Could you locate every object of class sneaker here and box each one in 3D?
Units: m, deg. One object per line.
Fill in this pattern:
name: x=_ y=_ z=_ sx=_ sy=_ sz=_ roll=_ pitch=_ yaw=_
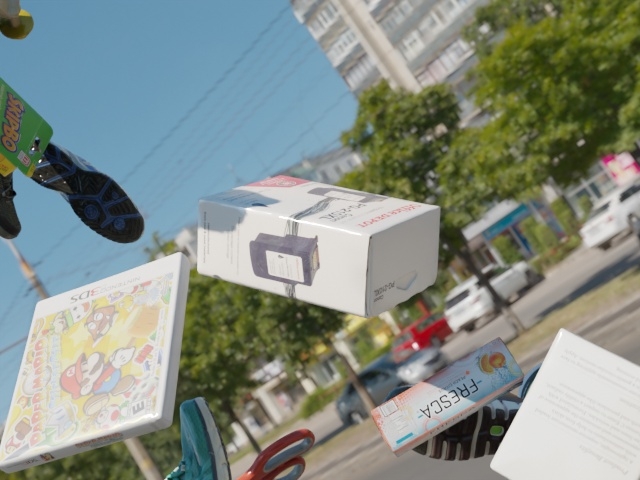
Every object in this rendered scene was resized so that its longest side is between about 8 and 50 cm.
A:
sneaker: x=-0.333 y=-0.075 z=1.402 sx=0.080 sy=0.211 sz=0.081 roll=-50 pitch=-8 yaw=7
sneaker: x=-0.598 y=-0.120 z=1.802 sx=0.130 sy=0.227 sz=0.087 roll=-25 pitch=-1 yaw=8
sneaker: x=-0.163 y=0.327 z=1.156 sx=0.110 sy=0.275 sz=0.107 roll=3 pitch=-5 yaw=-12
sneaker: x=0.203 y=0.259 z=1.427 sx=0.281 sy=0.106 sz=0.162 roll=13 pitch=2 yaw=-17

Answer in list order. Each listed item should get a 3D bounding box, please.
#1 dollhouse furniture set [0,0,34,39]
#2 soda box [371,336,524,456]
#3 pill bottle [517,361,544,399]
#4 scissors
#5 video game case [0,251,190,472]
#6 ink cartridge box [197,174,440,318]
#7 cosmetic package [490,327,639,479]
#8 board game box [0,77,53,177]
dollhouse furniture set: x=-0.511 y=-0.159 z=1.204 sx=0.303 sy=0.286 sz=0.198 roll=-3 pitch=-20 yaw=-5
soda box: x=0.154 y=0.191 z=1.166 sx=0.183 sy=0.058 sz=0.063 roll=-29 pitch=-20 yaw=-1
pill bottle: x=0.408 y=0.278 z=1.491 sx=0.119 sy=0.119 sz=0.208 roll=-32 pitch=28 yaw=-8
scissors: x=-0.131 y=0.352 z=1.345 sx=0.297 sy=0.021 sz=0.109 roll=-21 pitch=-42 yaw=-30
video game case: x=-0.245 y=0.129 z=1.058 sx=0.206 sy=0.227 sz=0.026 roll=-19 pitch=-47 yaw=18
ink cartridge box: x=0.000 y=0.000 z=1.132 sx=0.237 sy=0.100 sz=0.172 roll=13 pitch=20 yaw=31
cosmetic package: x=0.319 y=0.222 z=1.110 sx=0.183 sy=0.151 sz=0.151 roll=-63 pitch=-30 yaw=1
board game box: x=-0.473 y=-0.198 z=1.287 sx=0.039 sy=0.259 sz=0.124 roll=-30 pitch=31 yaw=27
